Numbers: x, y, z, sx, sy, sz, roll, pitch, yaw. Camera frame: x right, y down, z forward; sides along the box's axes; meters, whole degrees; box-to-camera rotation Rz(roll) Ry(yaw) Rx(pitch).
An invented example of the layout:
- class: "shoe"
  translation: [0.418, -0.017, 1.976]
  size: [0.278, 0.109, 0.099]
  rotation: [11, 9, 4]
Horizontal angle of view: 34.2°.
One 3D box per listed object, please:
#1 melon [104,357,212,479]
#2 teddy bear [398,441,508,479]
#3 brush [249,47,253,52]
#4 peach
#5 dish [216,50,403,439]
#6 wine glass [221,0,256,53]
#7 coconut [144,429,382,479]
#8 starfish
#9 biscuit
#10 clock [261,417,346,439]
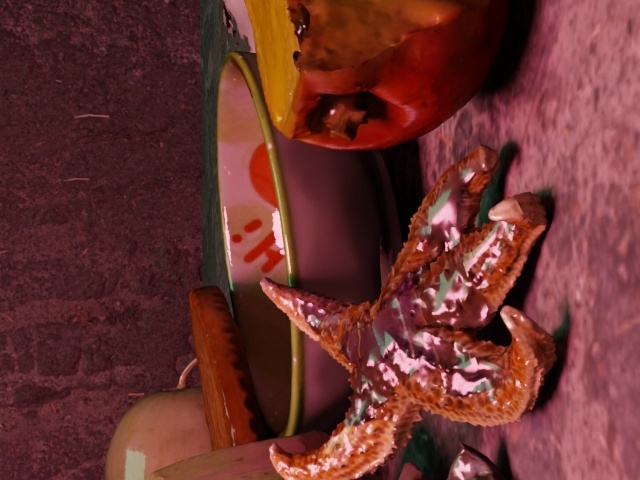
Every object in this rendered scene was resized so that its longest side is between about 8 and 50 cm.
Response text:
- class: "melon"
  translation: [-0.186, 0.350, 1.501]
  size: [0.272, 0.272, 0.308]
  rotation: [103, 156, -51]
- class: "teddy bear"
  translation: [0.079, 0.209, 0.541]
  size: [0.133, 0.111, 0.213]
  rotation: [-55, 6, 36]
- class: "brush"
  translation: [-0.110, -0.181, 1.659]
  size: [0.060, 0.050, 0.321]
  rotation: [-118, 37, -74]
- class: "peach"
  translation: [0.020, -0.178, 0.629]
  size: [0.154, 0.159, 0.267]
  rotation: [110, 147, -60]
- class: "dish"
  translation: [0.000, 0.000, 0.864]
  size: [0.324, 0.124, 0.324]
  rotation: [172, 90, -77]
- class: "wine glass"
  translation: [-0.017, -0.304, 0.904]
  size: [0.321, 0.143, 0.143]
  rotation: [99, 167, -51]
- class: "coconut"
  translation: [-0.028, 0.233, 0.683]
  size: [0.204, 0.236, 0.236]
  rotation: [137, 133, -60]
- class: "starfish"
  translation: [0.046, 0.053, 0.611]
  size: [0.238, 0.071, 0.216]
  rotation: [-59, 33, 11]
- class: "biscuit"
  translation: [-0.077, 0.197, 0.965]
  size: [0.318, 0.040, 0.318]
  rotation: [170, 90, -79]
- class: "clock"
  translation: [-0.022, 0.261, 1.090]
  size: [0.230, 0.083, 0.230]
  rotation: [-179, 90, -77]
